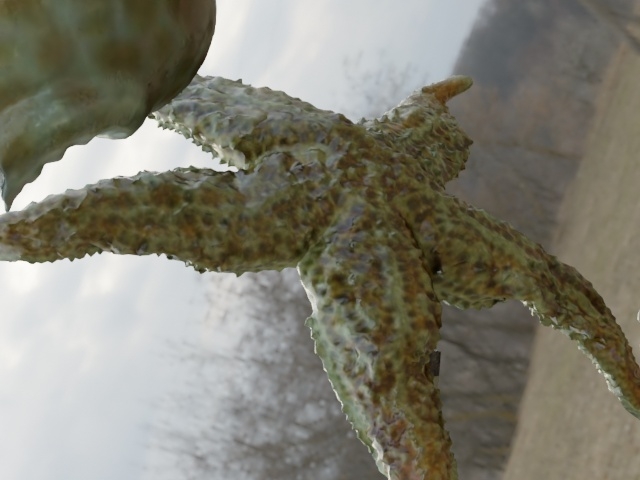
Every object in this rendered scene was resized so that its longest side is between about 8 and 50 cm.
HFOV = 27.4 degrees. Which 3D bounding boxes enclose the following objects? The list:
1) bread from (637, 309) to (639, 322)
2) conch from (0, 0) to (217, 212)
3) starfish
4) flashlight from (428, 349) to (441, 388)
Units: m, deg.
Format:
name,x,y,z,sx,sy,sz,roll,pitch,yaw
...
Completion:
name,x,y,z,sx,sy,sz,roll,pitch,yaw
bread,0.315,0.061,0.926,0.261,0.158,0.156,85,-164,-65
conch,-0.098,-0.077,0.454,0.116,0.106,0.173,-21,26,54
starfish,0.000,-0.002,0.625,0.358,0.347,0.078,-6,-36,-35
flashlight,0.054,0.102,0.742,0.018,0.018,0.083,8,-93,-59
